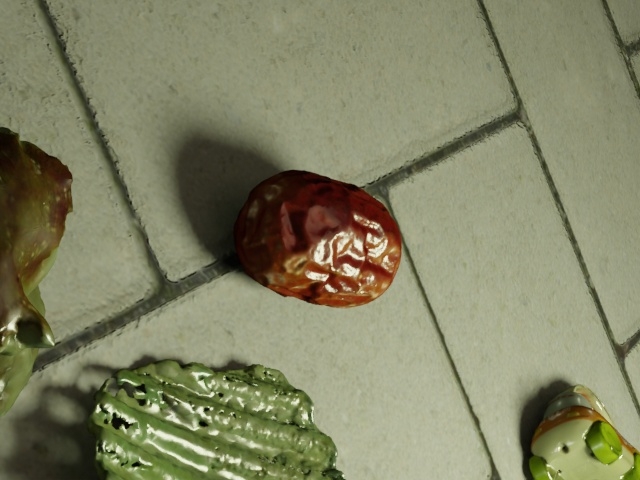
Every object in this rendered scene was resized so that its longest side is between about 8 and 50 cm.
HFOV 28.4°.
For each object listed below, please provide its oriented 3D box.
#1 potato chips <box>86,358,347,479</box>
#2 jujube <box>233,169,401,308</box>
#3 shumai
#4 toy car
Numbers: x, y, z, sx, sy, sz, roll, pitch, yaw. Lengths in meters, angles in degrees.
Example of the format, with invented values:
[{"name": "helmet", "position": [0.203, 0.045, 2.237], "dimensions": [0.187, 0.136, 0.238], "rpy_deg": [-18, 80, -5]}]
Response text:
[{"name": "potato chips", "position": [-0.118, 0.317, 1.487], "dimensions": [0.389, 0.097, 0.373], "rpy_deg": [-1, 79, -48]}, {"name": "jujube", "position": [0.000, 0.000, 1.685], "dimensions": [0.250, 0.174, 0.174], "rpy_deg": [22, 61, -40]}, {"name": "shumai", "position": [-0.362, 0.034, 1.135], "dimensions": [0.397, 0.323, 0.324], "rpy_deg": [-1, 75, -49]}, {"name": "toy car", "position": [0.446, 0.335, 2.123], "dimensions": [0.235, 0.145, 0.235], "rpy_deg": [43, 28, -29]}]
